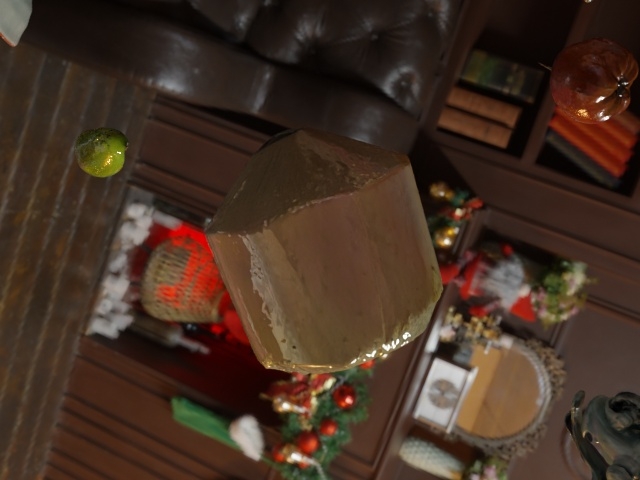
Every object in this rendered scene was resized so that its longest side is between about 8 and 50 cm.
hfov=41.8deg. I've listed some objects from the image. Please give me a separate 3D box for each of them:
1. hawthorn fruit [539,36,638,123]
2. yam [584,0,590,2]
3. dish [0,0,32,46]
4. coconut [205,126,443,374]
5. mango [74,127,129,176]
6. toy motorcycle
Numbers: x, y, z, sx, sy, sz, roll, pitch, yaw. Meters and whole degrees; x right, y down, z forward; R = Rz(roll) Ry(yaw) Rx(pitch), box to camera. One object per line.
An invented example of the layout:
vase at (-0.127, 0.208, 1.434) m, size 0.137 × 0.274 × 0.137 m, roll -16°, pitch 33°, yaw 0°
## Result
hawthorn fruit at (0.385, -0.227, 1.209) m, size 0.125 × 0.140 × 0.125 m, roll -3°, pitch 90°, yaw -70°
yam at (0.428, -0.399, 1.229) m, size 0.116 × 0.021 × 0.021 m, roll -49°, pitch 170°, yaw 24°
dish at (-0.451, -0.399, 1.135) m, size 0.085 × 0.260 × 0.260 m, roll -29°, pitch 153°, yaw -6°
coconut at (0.000, 0.000, 0.893) m, size 0.239 × 0.239 × 0.244 m, roll -30°, pitch 105°, yaw -63°
mango at (-0.387, -0.157, 1.472) m, size 0.074 × 0.091 × 0.165 m, roll -66°, pitch -166°, yaw -16°
toy motorcycle at (0.558, 0.386, 1.540) m, size 0.154 × 0.206 × 0.260 m, roll -33°, pitch 102°, yaw -28°
